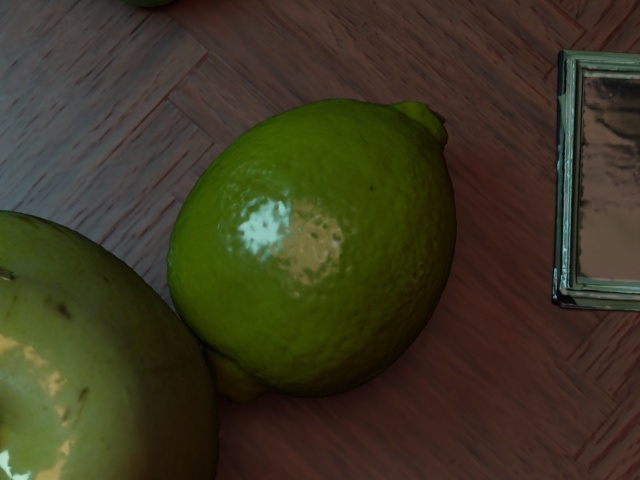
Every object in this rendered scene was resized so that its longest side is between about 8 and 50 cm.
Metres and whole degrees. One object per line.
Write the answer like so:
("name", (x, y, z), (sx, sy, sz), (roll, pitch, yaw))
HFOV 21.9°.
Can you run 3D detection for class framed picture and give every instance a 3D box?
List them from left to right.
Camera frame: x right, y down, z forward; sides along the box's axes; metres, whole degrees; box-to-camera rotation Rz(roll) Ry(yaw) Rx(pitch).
("framed picture", (0.298, -0.042, 1.210), (0.252, 0.014, 0.197), (3, 79, 0))

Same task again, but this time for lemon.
("lemon", (0.000, 0.000, 1.119), (0.184, 0.184, 0.248), (34, 81, 6))

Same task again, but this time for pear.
("pear", (-0.210, 0.127, 1.039), (0.309, 0.309, 0.309), (0, 79, 0))

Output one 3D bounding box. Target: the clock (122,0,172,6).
("clock", (-0.190, -0.363, 1.219), (0.348, 0.117, 0.286), (29, 81, 6))
